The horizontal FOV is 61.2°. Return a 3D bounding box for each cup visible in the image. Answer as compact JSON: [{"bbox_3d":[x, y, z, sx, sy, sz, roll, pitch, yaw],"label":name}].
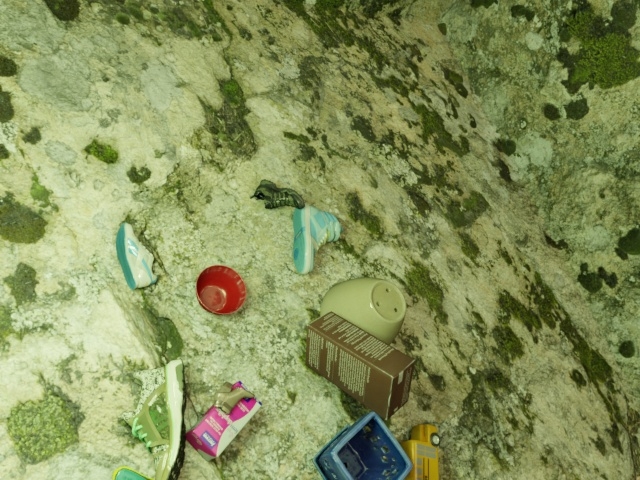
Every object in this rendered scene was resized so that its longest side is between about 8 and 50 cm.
[{"bbox_3d":[0.199,0.274,2.105,0.330,0.237,0.331,15,57,-25],"label":"cup"}]

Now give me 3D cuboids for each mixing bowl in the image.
[{"bbox_3d":[-0.361,0.187,1.888,0.181,0.098,0.182,15,57,-25],"label":"mixing bowl"}]

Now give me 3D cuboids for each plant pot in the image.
[{"bbox_3d":[0.124,0.746,1.812,0.235,0.212,0.236,-31,84,-39],"label":"plant pot"}]

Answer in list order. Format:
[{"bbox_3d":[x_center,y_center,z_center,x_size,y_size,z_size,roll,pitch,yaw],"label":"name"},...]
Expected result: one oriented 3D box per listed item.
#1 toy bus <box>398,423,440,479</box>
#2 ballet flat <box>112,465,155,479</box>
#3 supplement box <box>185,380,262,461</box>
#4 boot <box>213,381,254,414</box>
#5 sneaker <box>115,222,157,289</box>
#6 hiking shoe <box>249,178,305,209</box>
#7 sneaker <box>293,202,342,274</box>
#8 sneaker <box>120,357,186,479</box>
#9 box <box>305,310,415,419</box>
[{"bbox_3d":[0.357,0.844,1.974,0.130,0.108,0.333,19,57,-21],"label":"toy bus"},{"bbox_3d":[-0.487,0.712,1.532,0.231,0.077,0.077,37,54,-11],"label":"ballet flat"},{"bbox_3d":[-0.305,0.567,1.706,0.111,0.114,0.220,46,52,-1],"label":"supplement box"},{"bbox_3d":[-0.271,0.494,1.673,0.118,0.042,0.087,28,59,-12],"label":"boot"},{"bbox_3d":[-0.621,0.049,1.818,0.092,0.087,0.229,-9,77,-43],"label":"sneaker"},{"bbox_3d":[-0.171,-0.159,2.183,0.226,0.086,0.114,23,62,23],"label":"hiking shoe"},{"bbox_3d":[0.000,0.000,2.204,0.208,0.127,0.319,13,59,-25],"label":"sneaker"},{"bbox_3d":[-0.490,0.547,1.586,0.181,0.158,0.411,-2,47,-9],"label":"sneaker"},{"bbox_3d":[0.127,0.422,1.878,0.381,0.191,0.143,28,37,36],"label":"box"}]
